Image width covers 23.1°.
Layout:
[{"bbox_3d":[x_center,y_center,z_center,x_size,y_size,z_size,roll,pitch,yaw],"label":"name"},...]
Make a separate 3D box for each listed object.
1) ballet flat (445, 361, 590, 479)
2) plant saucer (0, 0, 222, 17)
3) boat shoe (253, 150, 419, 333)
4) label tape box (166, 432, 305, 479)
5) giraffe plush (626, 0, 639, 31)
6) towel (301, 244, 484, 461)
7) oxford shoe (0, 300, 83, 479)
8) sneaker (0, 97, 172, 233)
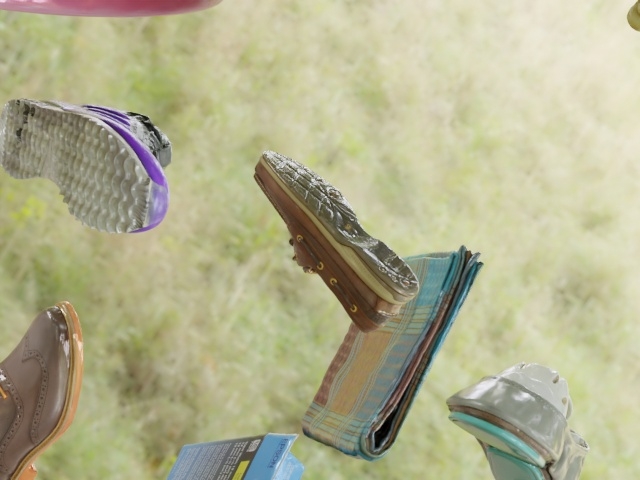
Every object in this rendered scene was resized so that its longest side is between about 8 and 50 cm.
[{"bbox_3d":[0.124,0.108,0.949,0.072,0.068,0.213,24,-13,21],"label":"ballet flat"},{"bbox_3d":[-0.252,-0.280,1.496,0.332,0.084,0.332,4,-1,0],"label":"plant saucer"},{"bbox_3d":[0.000,0.000,1.245,0.178,0.060,0.064,48,25,23],"label":"boat shoe"},{"bbox_3d":[-0.137,0.418,2.278,0.115,0.249,0.348,37,-26,-22],"label":"label tape box"},{"bbox_3d":[0.369,-0.328,1.707,0.181,0.210,0.170,90,-25,-49],"label":"giraffe plush"},{"bbox_3d":[0.074,0.135,1.926,0.040,0.271,0.370,29,-8,-10],"label":"towel"},{"bbox_3d":[-0.436,0.237,2.174,0.133,0.363,0.130,7,31,-38],"label":"oxford shoe"},{"bbox_3d":[-0.202,-0.085,1.573,0.146,0.102,0.293,-1,19,-36],"label":"sneaker"}]
